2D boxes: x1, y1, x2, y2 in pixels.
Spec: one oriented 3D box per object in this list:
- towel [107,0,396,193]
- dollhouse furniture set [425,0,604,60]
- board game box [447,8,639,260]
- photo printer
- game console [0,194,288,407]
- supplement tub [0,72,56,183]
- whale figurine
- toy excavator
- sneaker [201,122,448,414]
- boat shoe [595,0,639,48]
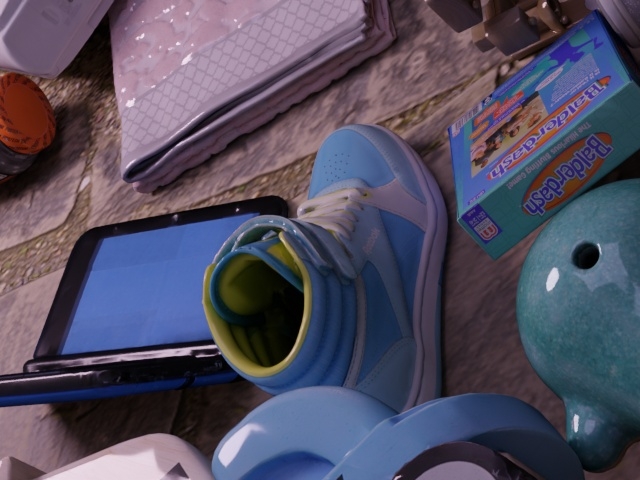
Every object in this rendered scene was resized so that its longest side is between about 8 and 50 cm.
[{"bbox_3d":[-0.087,-0.242,1.570,0.332,0.053,0.317,-30,47,24],"label":"towel"},{"bbox_3d":[0.172,-0.236,1.257,0.123,0.151,0.144,-24,51,28],"label":"dollhouse furniture set"},{"bbox_3d":[0.174,-0.086,1.167,0.160,0.047,0.210,-39,15,17],"label":"board game box"},{"bbox_3d":[-0.324,-0.313,1.755,0.256,0.107,0.307,-58,29,-7],"label":"photo printer"},{"bbox_3d":[-0.206,0.057,1.401,0.293,0.250,0.173,-10,84,38],"label":"game console"},{"bbox_3d":[-0.396,-0.110,1.714,0.190,0.117,0.117,-24,50,29],"label":"supplement tub"},{"bbox_3d":[0.235,0.066,1.007,0.216,0.141,0.272,-45,43,9],"label":"whale figurine"},{"bbox_3d":[-0.040,0.221,1.087,0.433,0.222,0.445,-46,44,8],"label":"toy excavator"},{"bbox_3d":[0.000,0.000,1.214,0.127,0.208,0.319,-27,48,28],"label":"sneaker"},{"bbox_3d":[0.275,-0.299,1.234,0.103,0.118,0.320,-15,47,38],"label":"boat shoe"}]
